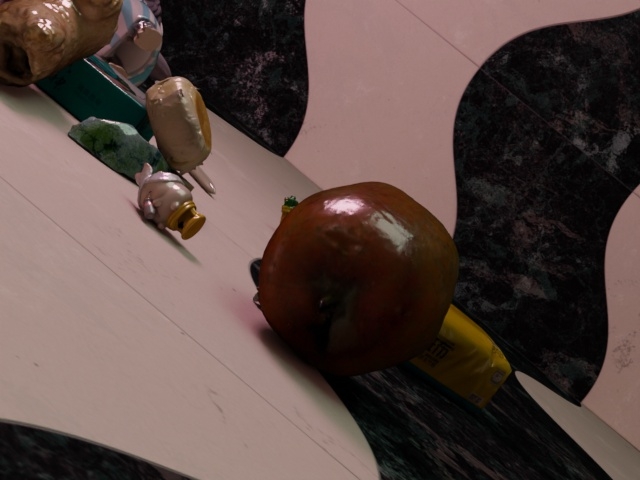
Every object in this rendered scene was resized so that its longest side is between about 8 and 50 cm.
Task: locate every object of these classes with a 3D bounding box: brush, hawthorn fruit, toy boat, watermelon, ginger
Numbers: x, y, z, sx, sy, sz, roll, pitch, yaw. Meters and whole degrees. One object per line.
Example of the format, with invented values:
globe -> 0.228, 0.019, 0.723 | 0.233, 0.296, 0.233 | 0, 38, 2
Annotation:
brush -> -0.282, -0.173, 2.241 | 0.042, 0.039, 0.299 | 27, 17, -46
hawthorn fruit -> 0.039, 0.054, 1.530 | 0.268, 0.267, 0.301 | 41, 20, 15
toy boat -> 0.000, 0.000, 2.351 | 0.229, 0.088, 0.089 | 38, 6, -8
watermelon -> -0.318, -0.156, 1.787 | 0.187, 0.071, 0.139 | 34, 4, -33
ginger -> -0.414, -0.331, 1.735 | 0.130, 0.221, 0.275 | 63, 9, -15

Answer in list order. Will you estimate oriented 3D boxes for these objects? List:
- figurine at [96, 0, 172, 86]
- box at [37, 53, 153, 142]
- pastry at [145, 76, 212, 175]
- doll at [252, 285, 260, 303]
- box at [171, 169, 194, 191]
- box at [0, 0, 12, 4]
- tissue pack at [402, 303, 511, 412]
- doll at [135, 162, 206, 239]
figurine -> -0.388, -0.419, 2.325 | 0.361, 0.266, 0.378 | 50, 12, 31
box -> -0.396, -0.263, 1.940 | 0.245, 0.092, 0.153 | 39, 7, 0
pastry -> -0.233, -0.193, 1.854 | 0.166, 0.088, 0.166 | -16, 90, -86
doll -> -0.059, 0.095, 1.637 | 0.085, 0.040, 0.058 | 25, 28, -48
box -> -0.264, -0.108, 1.873 | 0.083, 0.035, 0.079 | 41, 7, 20
box -> -0.646, -0.520, 2.116 | 0.097, 0.134, 0.345 | 32, 11, -39
tissue pack -> 0.212, 0.181, 2.110 | 0.271, 0.134, 0.192 | 35, 9, -31
doll -> -0.230, -0.056, 1.604 | 0.127, 0.073, 0.084 | 43, 39, 13
